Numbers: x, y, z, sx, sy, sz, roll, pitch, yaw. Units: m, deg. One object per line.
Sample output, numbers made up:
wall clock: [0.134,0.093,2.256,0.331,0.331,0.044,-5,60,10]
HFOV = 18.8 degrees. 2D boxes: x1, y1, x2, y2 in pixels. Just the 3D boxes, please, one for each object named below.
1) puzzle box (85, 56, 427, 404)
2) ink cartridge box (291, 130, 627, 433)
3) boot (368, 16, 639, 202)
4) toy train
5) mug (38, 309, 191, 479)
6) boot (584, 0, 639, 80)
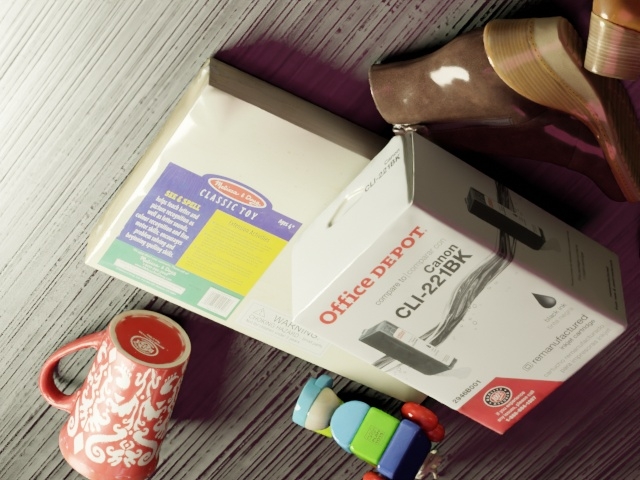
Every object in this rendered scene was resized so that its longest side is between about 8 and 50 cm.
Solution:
puzzle box: [0.000,0.000,1.965,0.409,0.052,0.272,25,127,-19]
ink cartridge box: [0.132,0.045,1.892,0.273,0.114,0.197,30,126,-22]
boot: [0.186,-0.111,1.864,0.207,0.090,0.248,-14,132,29]
toy train: [0.054,0.220,2.129,0.143,0.105,0.248,28,172,14]
mug: [-0.223,0.162,2.073,0.150,0.113,0.169,14,126,-13]
boot: [0.341,-0.218,1.762,0.197,0.073,0.152,2,113,-29]
